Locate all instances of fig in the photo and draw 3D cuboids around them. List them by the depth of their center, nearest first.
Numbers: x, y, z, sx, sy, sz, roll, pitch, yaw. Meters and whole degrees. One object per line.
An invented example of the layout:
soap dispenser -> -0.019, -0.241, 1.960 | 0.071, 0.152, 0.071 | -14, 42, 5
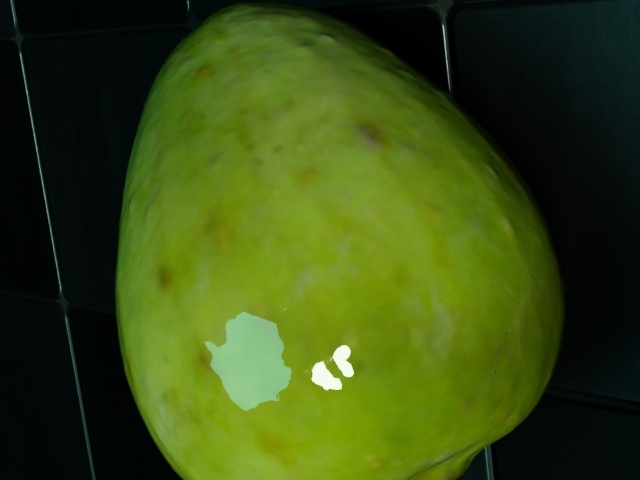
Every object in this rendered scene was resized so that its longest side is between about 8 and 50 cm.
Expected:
fig -> 0.000, 0.000, 0.766 | 0.258, 0.258, 0.326 | -40, 60, 46
